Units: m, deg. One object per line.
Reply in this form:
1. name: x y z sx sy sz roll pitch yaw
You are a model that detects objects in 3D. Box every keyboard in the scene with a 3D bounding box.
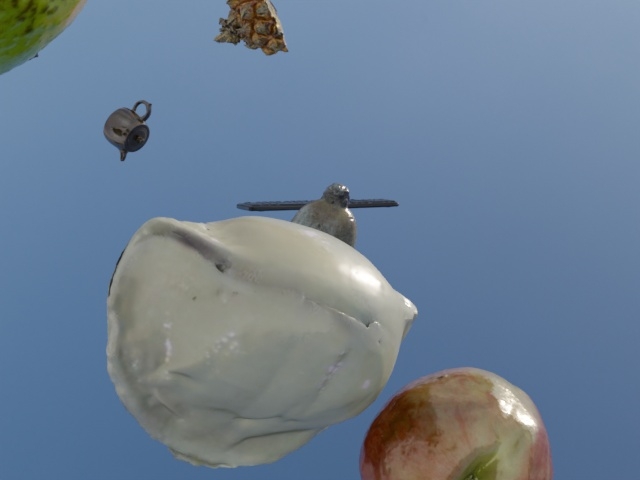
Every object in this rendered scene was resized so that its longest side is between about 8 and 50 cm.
1. keyboard: -0.054 -0.055 1.575 0.381 0.041 0.103 -9 -172 -19

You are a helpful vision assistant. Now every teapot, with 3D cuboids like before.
1. teapot: -0.347 -0.205 1.680 0.068 0.076 0.121 36 -82 23

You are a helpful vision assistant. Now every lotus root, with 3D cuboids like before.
1. lotus root: 0.000 0.000 1.432 0.088 0.113 0.192 -83 -166 -74

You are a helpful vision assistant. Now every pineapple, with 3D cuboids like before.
1. pineapple: -0.106 -0.319 1.325 0.114 0.114 0.077 -13 -144 23

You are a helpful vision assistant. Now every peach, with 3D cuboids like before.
1. peach: 0.166 0.262 1.106 0.232 0.232 0.257 -42 -175 2

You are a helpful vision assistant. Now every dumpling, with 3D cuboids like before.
1. dumpling: -0.072 0.130 1.042 0.233 0.395 0.315 34 -82 53

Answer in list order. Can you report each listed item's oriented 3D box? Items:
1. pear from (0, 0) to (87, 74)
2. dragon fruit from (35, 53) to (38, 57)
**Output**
1. pear: -0.329 -0.301 0.709 0.391 0.391 0.391 -24 -139 23
2. dragon fruit: -0.414 -0.267 1.075 0.120 0.127 0.161 -16 -149 -24
